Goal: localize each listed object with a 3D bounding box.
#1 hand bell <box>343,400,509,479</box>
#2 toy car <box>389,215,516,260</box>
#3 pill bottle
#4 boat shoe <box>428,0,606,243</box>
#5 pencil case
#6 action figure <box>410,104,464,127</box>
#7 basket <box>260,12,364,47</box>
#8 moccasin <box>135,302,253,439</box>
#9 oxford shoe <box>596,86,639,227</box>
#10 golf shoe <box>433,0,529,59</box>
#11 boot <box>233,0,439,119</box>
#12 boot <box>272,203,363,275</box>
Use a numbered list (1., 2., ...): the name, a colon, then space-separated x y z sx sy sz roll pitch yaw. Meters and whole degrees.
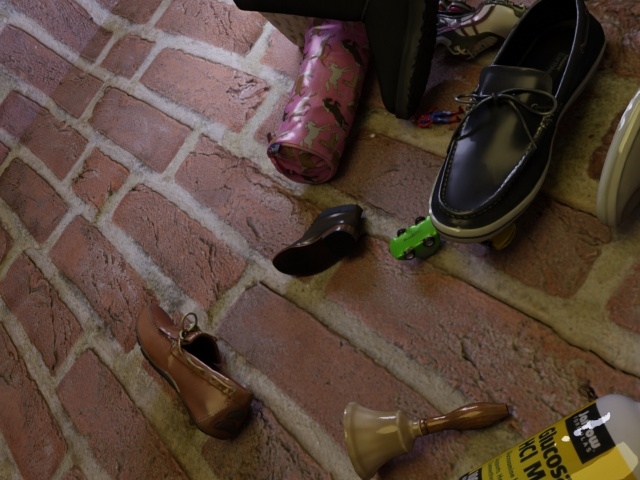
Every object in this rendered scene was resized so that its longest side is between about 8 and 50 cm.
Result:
1. hand bell: 0.171 0.288 1.139 0.242 0.126 0.126 -16 52 19
2. toy car: 0.227 -0.031 1.320 0.225 0.053 0.239 -34 45 21
3. pill bottle: 0.334 0.307 0.894 0.334 0.188 0.188 -37 44 17
4. boat shoe: 0.322 -0.218 1.236 0.187 0.156 0.500 22 71 38
5. pencil case: 0.001 -0.322 1.646 0.160 0.167 0.386 138 152 -66
6. action figure: 0.230 -0.249 1.484 0.115 0.030 0.038 -4 66 43
7. basket: -0.011 -0.682 1.769 0.328 0.331 0.266 1 66 42
8. moccasin: -0.263 0.238 1.515 0.147 0.139 0.380 -52 42 0
9. oxford shoe: 0.550 -0.208 1.082 0.130 0.169 0.449 31 85 28
10. golf shoe: 0.327 -0.417 1.475 0.273 0.105 0.120 22 97 52
11. boot: 0.012 -0.468 1.516 0.445 0.146 0.367 15 116 19
12. boot: 0.000 0.000 1.507 0.219 0.082 0.106 -22 28 36
